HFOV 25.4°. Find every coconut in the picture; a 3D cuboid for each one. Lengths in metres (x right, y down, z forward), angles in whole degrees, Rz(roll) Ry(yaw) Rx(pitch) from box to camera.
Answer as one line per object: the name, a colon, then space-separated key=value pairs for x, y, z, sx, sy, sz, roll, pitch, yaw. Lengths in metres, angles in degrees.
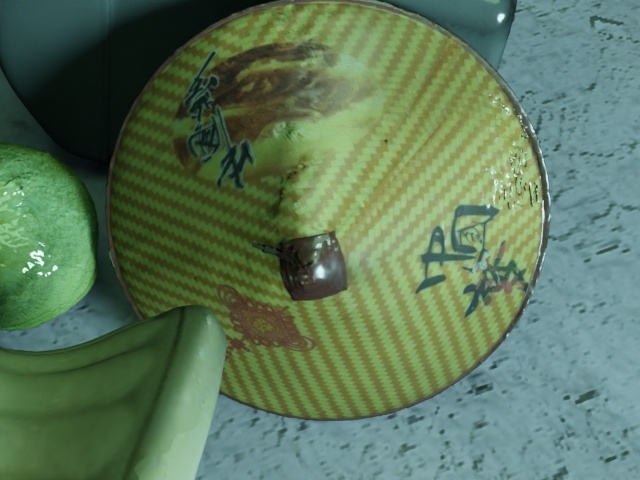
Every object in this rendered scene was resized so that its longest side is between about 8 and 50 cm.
coconut: x=-0.141 y=-0.002 z=0.641 sx=0.087 sy=0.096 sz=0.088 roll=0 pitch=93 yaw=2

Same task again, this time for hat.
hat: x=0.000 y=0.000 z=0.576 sx=0.193 sy=0.193 sz=0.082 roll=7 pitch=16 yaw=1

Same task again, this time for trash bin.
trash bin: x=-0.034 y=-0.105 z=0.668 sx=0.236 sy=0.177 sz=0.101 roll=14 pitch=51 yaw=2

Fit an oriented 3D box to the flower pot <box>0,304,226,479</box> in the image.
flower pot: x=-0.174 y=0.077 z=0.462 sx=0.244 sy=0.307 sz=0.307 roll=22 pitch=54 yaw=-8
